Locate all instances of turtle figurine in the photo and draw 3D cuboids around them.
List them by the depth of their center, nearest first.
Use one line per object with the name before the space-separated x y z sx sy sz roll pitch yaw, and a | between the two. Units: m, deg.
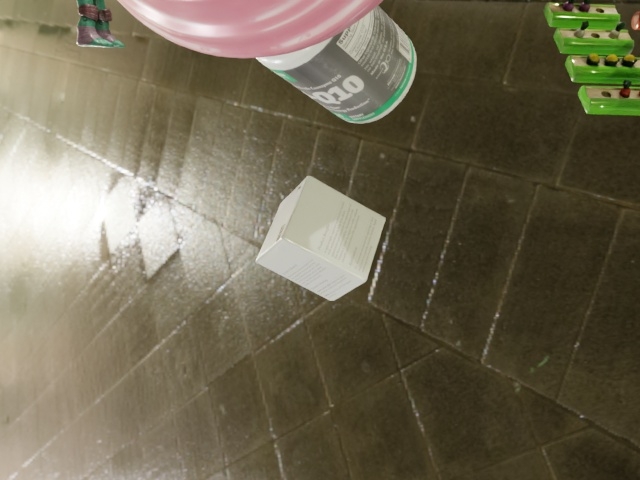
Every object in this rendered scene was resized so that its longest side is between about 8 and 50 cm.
turtle figurine | -0.373 -0.445 1.076 0.118 0.175 0.234 9 108 17

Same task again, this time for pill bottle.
pill bottle | 0.000 -0.363 1.127 0.204 0.361 0.204 -12 68 34

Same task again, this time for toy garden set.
toy garden set | 0.456 -0.279 0.930 0.049 0.204 0.244 96 173 -52

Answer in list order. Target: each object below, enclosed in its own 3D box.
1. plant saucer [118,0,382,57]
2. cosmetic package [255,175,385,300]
plant saucer | -0.069 -0.288 0.416 0.332 0.084 0.331 8 111 23
cosmetic package | 0.000 0.000 1.264 0.151 0.184 0.151 -40 25 58
